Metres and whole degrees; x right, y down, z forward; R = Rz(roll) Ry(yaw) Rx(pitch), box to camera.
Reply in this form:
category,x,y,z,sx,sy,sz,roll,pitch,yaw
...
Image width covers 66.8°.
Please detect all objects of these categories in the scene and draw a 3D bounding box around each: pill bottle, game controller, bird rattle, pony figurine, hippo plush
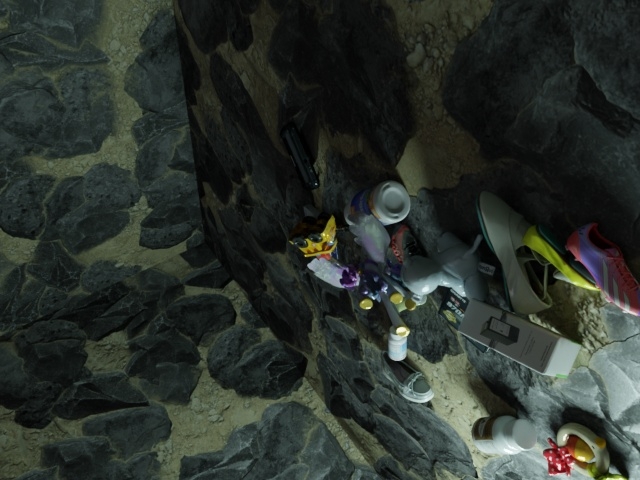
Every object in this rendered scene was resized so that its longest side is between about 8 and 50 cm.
category,x,y,z,sx,sy,sz,roll,pitch,yaw
pill bottle,0.341,0.453,2.167,0.087,0.087,0.160,36,143,42
pill bottle,0.666,0.706,1.766,0.131,0.131,0.229,58,154,10
pill bottle,0.197,-0.122,1.809,0.272,0.152,0.152,-17,99,63
game controller,-0.095,-0.379,2.221,0.319,0.067,0.166,67,168,-8
bird rattle,0.817,0.666,1.519,0.253,0.143,0.206,-153,53,-69
pony figurine,0.175,0.122,1.696,0.351,0.303,0.363,38,-163,-25
hippo plush,0.381,0.120,1.520,0.294,0.237,0.234,-139,26,-83

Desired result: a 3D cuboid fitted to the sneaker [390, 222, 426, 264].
category,x,y,z,sx,sy,sz,roll,pitch,yaw
sneaker,0.339,0.063,1.789,0.135,0.098,0.275,22,135,54

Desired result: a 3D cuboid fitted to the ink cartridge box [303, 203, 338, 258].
category,x,y,z,sx,sy,sz,roll,pitch,yaw
ink cartridge box,-0.001,-0.037,2.339,0.224,0.045,0.223,41,147,52

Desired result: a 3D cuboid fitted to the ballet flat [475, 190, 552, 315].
category,x,y,z,sx,sy,sz,roll,pitch,yaw
ballet flat,0.556,0.032,1.359,0.139,0.139,0.400,7,125,60

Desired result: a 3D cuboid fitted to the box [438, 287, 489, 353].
category,x,y,z,sx,sy,sz,roll,pitch,yaw
box,0.523,0.264,1.695,0.220,0.051,0.175,44,148,32

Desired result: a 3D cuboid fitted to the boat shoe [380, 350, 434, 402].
category,x,y,z,sx,sy,sz,roll,pitch,yaw
boat shoe,0.385,0.619,2.218,0.320,0.118,0.103,36,148,54

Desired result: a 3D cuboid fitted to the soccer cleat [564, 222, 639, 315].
category,x,y,z,sx,sy,sz,roll,pitch,yaw
soccer cleat,0.700,0.069,1.163,0.248,0.083,0.095,56,149,20

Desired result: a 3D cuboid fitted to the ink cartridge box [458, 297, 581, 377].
category,x,y,z,sx,sy,sz,roll,pitch,yaw
ink cartridge box,0.575,0.281,1.415,0.273,0.198,0.114,25,93,46

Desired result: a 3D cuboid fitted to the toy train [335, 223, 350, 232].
category,x,y,z,sx,sy,sz,roll,pitch,yaw
toy train,0.094,-0.056,2.201,0.158,0.027,0.036,0,113,61

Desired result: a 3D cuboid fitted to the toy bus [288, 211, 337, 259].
category,x,y,z,sx,sy,sz,roll,pitch,yaw
toy bus,0.000,0.000,2.211,0.220,0.149,0.211,-13,126,41

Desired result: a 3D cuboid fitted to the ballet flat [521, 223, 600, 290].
category,x,y,z,sx,sy,sz,roll,pitch,yaw
ballet flat,0.617,0.054,1.254,0.231,0.077,0.077,44,129,4

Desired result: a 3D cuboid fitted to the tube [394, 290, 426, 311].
category,x,y,z,sx,sy,sz,roll,pitch,yaw
tube,0.352,0.242,1.991,0.240,0.062,0.070,141,144,-69
